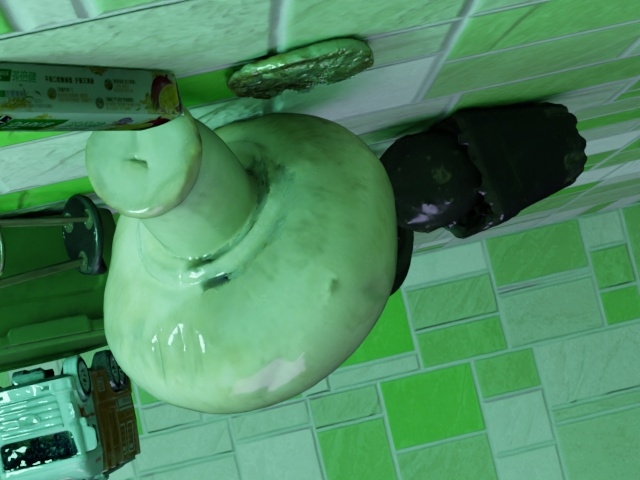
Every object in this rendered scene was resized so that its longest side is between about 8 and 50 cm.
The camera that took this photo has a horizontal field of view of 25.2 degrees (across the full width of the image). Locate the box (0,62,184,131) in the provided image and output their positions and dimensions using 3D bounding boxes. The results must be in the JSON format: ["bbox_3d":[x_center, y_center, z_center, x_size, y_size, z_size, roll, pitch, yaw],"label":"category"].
[{"bbox_3d":[-0.193,-0.106,1.088,0.050,0.041,0.207,-14,175,37],"label":"box"}]

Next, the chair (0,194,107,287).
[{"bbox_3d":[-0.327,-0.002,1.580,0.221,0.104,0.095,-5,154,-38],"label":"chair"}]

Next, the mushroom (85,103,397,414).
[{"bbox_3d":[-0.063,0.015,1.334,0.315,0.315,0.356,-12,177,-10],"label":"mushroom"}]

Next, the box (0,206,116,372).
[{"bbox_3d":[-0.393,0.069,1.713,0.328,0.178,0.252,-11,176,-41],"label":"box"}]

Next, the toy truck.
[{"bbox_3d":[-0.314,0.229,1.766,0.136,0.162,0.305,-14,177,5],"label":"toy truck"}]

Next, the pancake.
[{"bbox_3d":[-0.019,-0.144,1.212,0.129,0.023,0.116,-14,172,13],"label":"pancake"}]

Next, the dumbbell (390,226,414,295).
[{"bbox_3d":[0.000,0.000,1.842,0.290,0.192,0.192,-18,172,38],"label":"dumbbell"}]

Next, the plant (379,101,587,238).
[{"bbox_3d":[0.190,-0.082,1.713,0.256,0.142,0.164,-15,176,-15],"label":"plant"}]
